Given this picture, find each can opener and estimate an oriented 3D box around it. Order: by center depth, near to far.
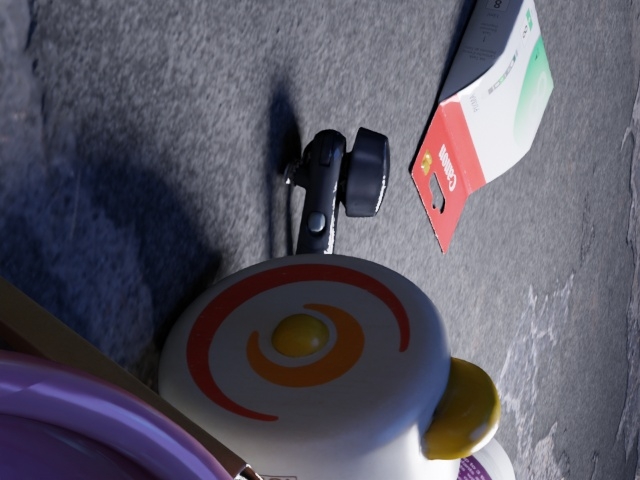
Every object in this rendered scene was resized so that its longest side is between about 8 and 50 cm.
[{"bbox_3d":[0.000,0.000,1.042,0.059,0.073,0.186,-48,154,-62],"label":"can opener"}]

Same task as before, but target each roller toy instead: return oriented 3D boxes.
[{"bbox_3d":[-0.005,0.108,0.907,0.191,0.209,0.146,-26,133,-20],"label":"roller toy"}]

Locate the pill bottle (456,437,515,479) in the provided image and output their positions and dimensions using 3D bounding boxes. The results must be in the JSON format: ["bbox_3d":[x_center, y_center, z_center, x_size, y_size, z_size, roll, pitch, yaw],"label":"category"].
[{"bbox_3d":[0.065,0.259,1.192,0.301,0.169,0.169,-26,126,-61],"label":"pill bottle"}]

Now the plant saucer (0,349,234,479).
[{"bbox_3d":[-0.171,0.196,0.545,0.332,0.084,0.332,-7,106,-26],"label":"plant saucer"}]

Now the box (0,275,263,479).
[{"bbox_3d":[-0.090,0.094,0.700,0.021,0.201,0.164,-50,150,-14],"label":"box"}]

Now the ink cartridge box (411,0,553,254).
[{"bbox_3d":[0.165,-0.116,1.367,0.181,0.056,0.225,60,47,-59],"label":"ink cartridge box"}]
